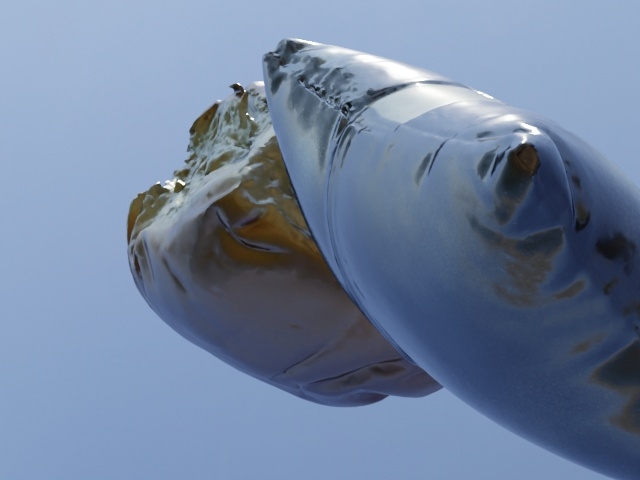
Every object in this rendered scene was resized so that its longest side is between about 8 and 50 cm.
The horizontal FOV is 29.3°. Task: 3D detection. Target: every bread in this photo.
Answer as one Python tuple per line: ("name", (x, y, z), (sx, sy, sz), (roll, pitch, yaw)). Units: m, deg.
("bread", (0.000, 0.000, 0.929), (0.279, 0.250, 0.225), (-23, -143, 61))

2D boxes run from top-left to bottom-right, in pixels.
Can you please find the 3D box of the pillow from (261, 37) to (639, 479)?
("pillow", (0.069, 0.007, 0.487), (0.106, 0.186, 0.250), (-43, -157, -2))
